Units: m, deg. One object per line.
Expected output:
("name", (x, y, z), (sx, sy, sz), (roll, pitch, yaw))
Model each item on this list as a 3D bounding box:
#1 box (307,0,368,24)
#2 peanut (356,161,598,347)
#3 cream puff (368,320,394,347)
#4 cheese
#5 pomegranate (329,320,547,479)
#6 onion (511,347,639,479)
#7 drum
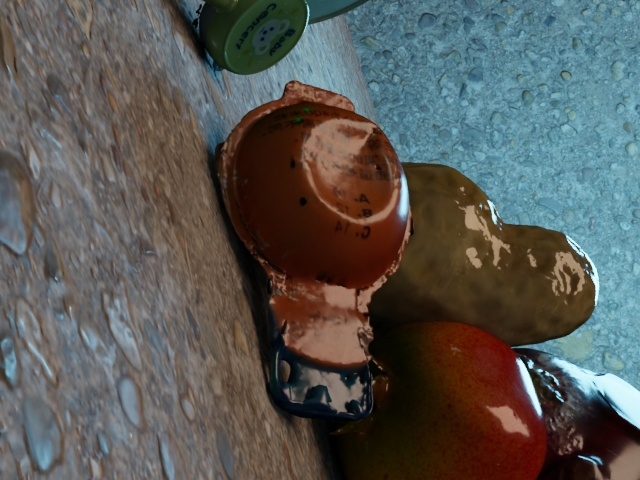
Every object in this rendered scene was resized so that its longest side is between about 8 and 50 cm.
("box", (-0.024, -0.389, 1.307), (0.226, 0.226, 0.149), (34, 38, -76))
("peanut", (0.139, 0.018, 1.160), (0.169, 0.387, 0.192), (-137, -112, -72))
("cream puff", (0.084, 0.138, 1.258), (0.165, 0.115, 0.150), (13, 55, -79))
("cheese", (0.000, 0.000, 0.950), (0.217, 0.129, 0.329), (11, 65, -29))
("pomegranate", (0.105, 0.183, 1.043), (0.257, 0.221, 0.221), (30, 29, -24))
("onion", (0.333, 0.404, 1.638), (0.398, 0.398, 0.420), (-90, -171, -64))
("drum", (-0.111, -0.224, 1.003), (0.253, 0.130, 0.049), (-2, 46, -52))
